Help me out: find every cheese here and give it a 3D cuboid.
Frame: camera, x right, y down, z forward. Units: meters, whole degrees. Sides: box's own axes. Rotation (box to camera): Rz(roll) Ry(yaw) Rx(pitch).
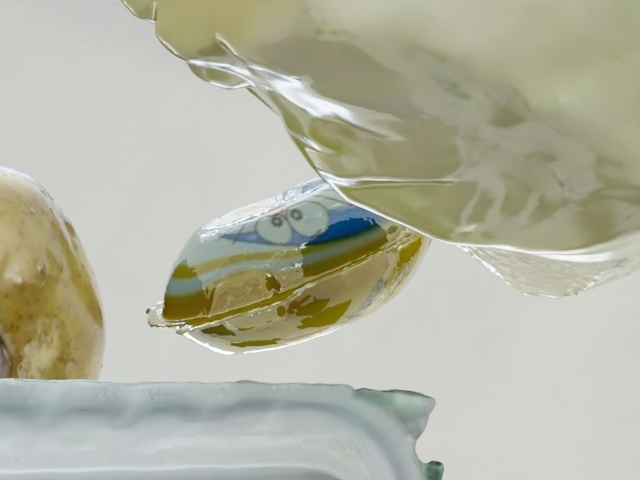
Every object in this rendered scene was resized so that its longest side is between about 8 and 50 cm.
[{"bbox_3d":[0.000,0.000,0.833,0.177,0.270,0.069,-18,-81,24],"label":"cheese"}]

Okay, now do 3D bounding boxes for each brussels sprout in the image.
[{"bbox_3d":[0.083,-0.126,0.569,0.274,0.316,0.242,27,-60,11],"label":"brussels sprout"}]

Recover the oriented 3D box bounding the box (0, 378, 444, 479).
[{"bbox_3d":[-0.077,0.181,0.467,0.336,0.106,0.264,5,-79,-38],"label":"box"}]

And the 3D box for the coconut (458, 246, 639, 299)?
[{"bbox_3d":[0.260,-0.114,1.538,0.360,0.346,0.346,37,-44,6],"label":"coconut"}]

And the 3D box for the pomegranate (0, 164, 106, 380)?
[{"bbox_3d":[-0.261,0.073,0.881,0.281,0.281,0.281,1,-41,1],"label":"pomegranate"}]
